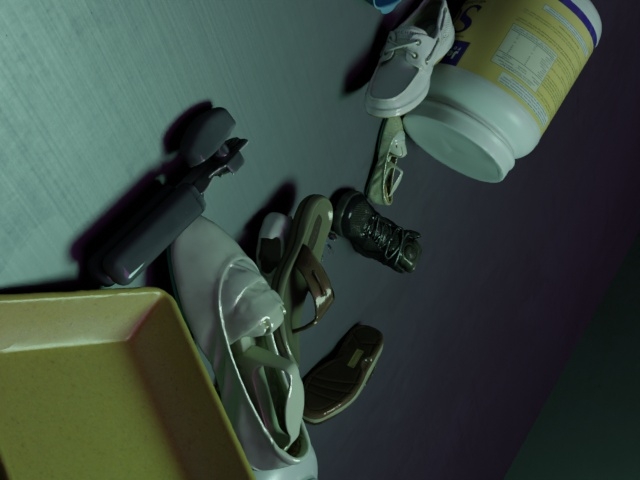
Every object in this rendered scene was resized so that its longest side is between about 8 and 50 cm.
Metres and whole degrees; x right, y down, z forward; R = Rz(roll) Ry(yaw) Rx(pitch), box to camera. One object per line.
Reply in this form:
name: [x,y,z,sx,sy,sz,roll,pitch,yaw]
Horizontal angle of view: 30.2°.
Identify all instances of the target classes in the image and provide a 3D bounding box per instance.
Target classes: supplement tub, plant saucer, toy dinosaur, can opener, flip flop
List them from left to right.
plant saucer: [-0.252,0.217,1.344,0.081,0.332,0.333,-40,156,32]
can opener: [-0.197,-0.062,1.503,0.283,0.076,0.095,-48,117,-34]
flip flop: [-0.013,0.057,1.765,0.112,0.080,0.277,67,34,-56]
toy dinosaur: [0.000,0.000,1.954,0.082,0.047,0.090,-68,152,-45]
supplement tub: [0.314,-0.293,2.071,0.331,0.241,0.241,-57,154,-11]

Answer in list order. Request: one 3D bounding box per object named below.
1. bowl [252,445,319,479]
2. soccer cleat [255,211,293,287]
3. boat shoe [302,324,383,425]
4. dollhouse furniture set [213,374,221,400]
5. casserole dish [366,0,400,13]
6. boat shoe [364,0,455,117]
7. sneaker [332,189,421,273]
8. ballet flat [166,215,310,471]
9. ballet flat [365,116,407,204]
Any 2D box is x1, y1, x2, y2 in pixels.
bowl: [-0.088,0.450,2.048,0.298,0.134,0.297,-43,146,-40]
soccer cleat: [-0.068,0.047,1.822,0.076,0.068,0.196,-58,150,-50]
boat shoe: [0.041,0.268,2.198,0.257,0.095,0.095,-43,152,-42]
dollhouse furniture set: [-0.168,0.228,1.806,0.161,0.101,0.181,-104,180,-69]
casserole dish: [0.103,-0.438,1.790,0.114,0.037,0.188,-31,138,-52]
boat shoe: [0.138,-0.304,1.909,0.096,0.098,0.277,80,29,-42]
sneaker: [0.104,-0.014,2.042,0.087,0.130,0.227,-63,153,-12]
ballet flat: [-0.094,0.144,1.639,0.139,0.139,0.400,-38,122,-46]
ballet flat: [0.125,-0.141,2.063,0.057,0.052,0.168,-21,129,-57]
